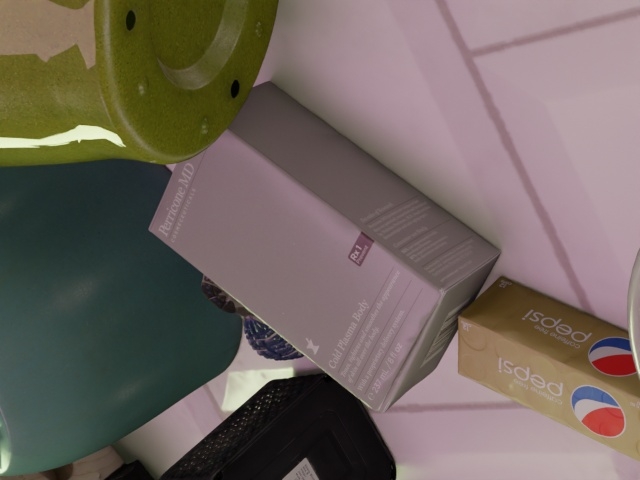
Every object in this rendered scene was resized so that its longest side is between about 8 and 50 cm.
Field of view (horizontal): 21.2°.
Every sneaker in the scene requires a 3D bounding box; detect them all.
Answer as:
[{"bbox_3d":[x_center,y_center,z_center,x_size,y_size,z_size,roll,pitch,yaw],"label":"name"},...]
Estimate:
[{"bbox_3d":[-0.046,0.048,1.446,0.052,0.058,0.135,-15,133,26],"label":"sneaker"}]

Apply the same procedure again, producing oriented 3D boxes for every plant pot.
[{"bbox_3d":[-0.255,0.068,1.520,0.293,0.235,0.293,27,137,28],"label":"plant pot"},{"bbox_3d":[-0.230,-0.202,1.207,0.353,0.366,0.366,13,130,25],"label":"plant pot"}]

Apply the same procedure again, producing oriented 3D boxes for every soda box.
[{"bbox_3d":[0.187,0.094,1.227,0.181,0.058,0.061,24,136,30],"label":"soda box"}]

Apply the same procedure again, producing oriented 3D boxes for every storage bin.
[{"bbox_3d":[-0.036,0.206,1.453,0.084,0.180,0.122,-12,111,49],"label":"storage bin"}]

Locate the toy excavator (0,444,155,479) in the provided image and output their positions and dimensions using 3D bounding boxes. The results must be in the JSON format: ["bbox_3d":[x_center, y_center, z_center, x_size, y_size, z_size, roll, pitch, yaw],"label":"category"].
[{"bbox_3d":[-0.375,0.318,1.842,0.445,0.433,0.222,-42,88,26],"label":"toy excavator"}]

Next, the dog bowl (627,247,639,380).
[{"bbox_3d":[0.337,0.067,1.011,0.348,0.102,0.349,28,137,29],"label":"dog bowl"}]

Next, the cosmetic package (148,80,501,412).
[{"bbox_3d":[0.000,0.000,1.286,0.238,0.107,0.127,34,123,16],"label":"cosmetic package"}]
